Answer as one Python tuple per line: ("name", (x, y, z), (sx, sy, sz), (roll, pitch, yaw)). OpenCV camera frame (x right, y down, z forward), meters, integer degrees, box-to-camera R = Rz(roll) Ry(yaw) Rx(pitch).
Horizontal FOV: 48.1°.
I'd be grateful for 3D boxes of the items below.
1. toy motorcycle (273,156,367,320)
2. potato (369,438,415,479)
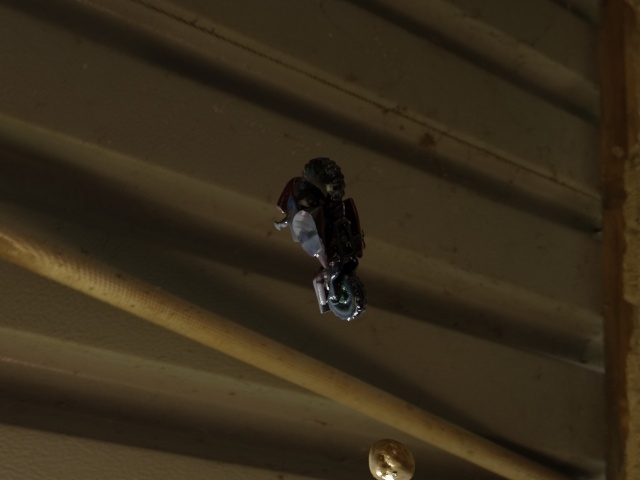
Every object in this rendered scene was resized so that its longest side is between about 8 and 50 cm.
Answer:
("toy motorcycle", (-0.001, 0.000, 0.936), (0.082, 0.122, 0.213), (-16, -81, -32))
("potato", (0.100, 0.316, 1.019), (0.062, 0.083, 0.068), (-40, -107, -6))
